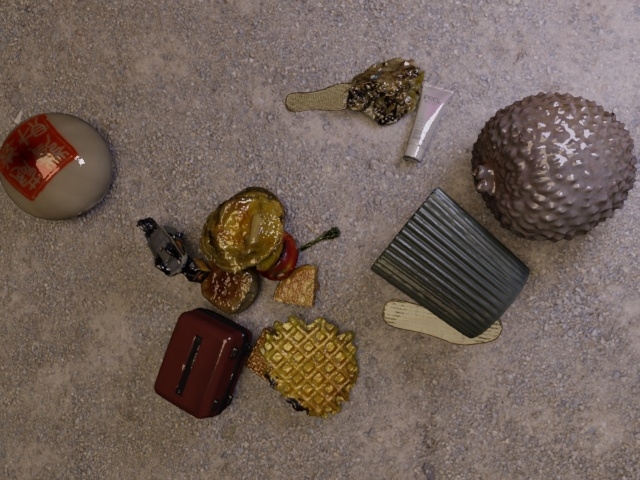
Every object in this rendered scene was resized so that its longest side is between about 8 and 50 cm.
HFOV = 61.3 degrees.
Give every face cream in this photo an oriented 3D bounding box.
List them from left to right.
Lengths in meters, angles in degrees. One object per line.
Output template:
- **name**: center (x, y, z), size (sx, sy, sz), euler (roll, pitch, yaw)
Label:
- **face cream**: center (0.313, -0.348, 1.603), size (0.092, 0.058, 0.243), euler (20, 88, 8)

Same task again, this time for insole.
- **insole**: center (0.010, -0.446, 1.701), size (0.253, 0.005, 0.086), euler (-5, 87, 13)
- **insole**: center (0.356, 0.238, 1.595), size (0.349, 0.009, 0.118), euler (9, 91, 13)

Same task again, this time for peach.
- **peach**: center (-0.124, 0.047, 1.663), size (0.127, 0.092, 0.172), euler (-26, 44, 37)

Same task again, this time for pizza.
- **pizza**: center (-0.065, 0.155, 1.679), size (0.175, 0.046, 0.134), euler (-30, 81, 11)

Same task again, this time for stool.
- **stool**: center (0.353, 0.068, 1.463), size (0.330, 0.297, 0.297), euler (40, 97, 8)

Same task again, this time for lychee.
- **lychee**: center (0.585, -0.184, 1.380), size (0.432, 0.380, 0.380), euler (-9, 86, -13)

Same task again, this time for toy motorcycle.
- **toy motorcycle**: center (-0.471, 0.021, 1.690), size (0.091, 0.157, 0.263), euler (-50, 59, 14)

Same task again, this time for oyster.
- **oyster**: center (0.196, -0.462, 1.622), size (0.214, 0.083, 0.222), euler (23, 86, 9)

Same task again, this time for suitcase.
- **suitcase**: center (-0.364, 0.376, 1.677), size (0.236, 0.161, 0.297), euler (22, 95, 22)

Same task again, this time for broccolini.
- **broccolini**: center (0.000, 0.000, 1.684), size (0.140, 0.030, 0.035), euler (-30, 118, 16)

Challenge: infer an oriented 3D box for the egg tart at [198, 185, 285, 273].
- **egg tart**: center (-0.246, -0.047, 1.646), size (0.297, 0.132, 0.297), euler (-9, 62, 17)

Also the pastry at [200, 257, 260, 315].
- **pastry**: center (-0.283, 0.131, 1.707), size (0.192, 0.093, 0.182), euler (36, 97, 19)

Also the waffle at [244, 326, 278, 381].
- **waffle**: center (-0.163, 0.356, 1.698), size (0.102, 0.042, 0.148), euler (30, 95, 11)

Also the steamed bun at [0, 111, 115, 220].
- **steamed bun**: center (-0.903, -0.252, 1.798), size (0.375, 0.241, 0.374), euler (-1, 85, 16)

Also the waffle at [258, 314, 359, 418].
- **waffle**: center (-0.038, 0.380, 1.634), size (0.312, 0.060, 0.307), euler (12, 91, 3)
